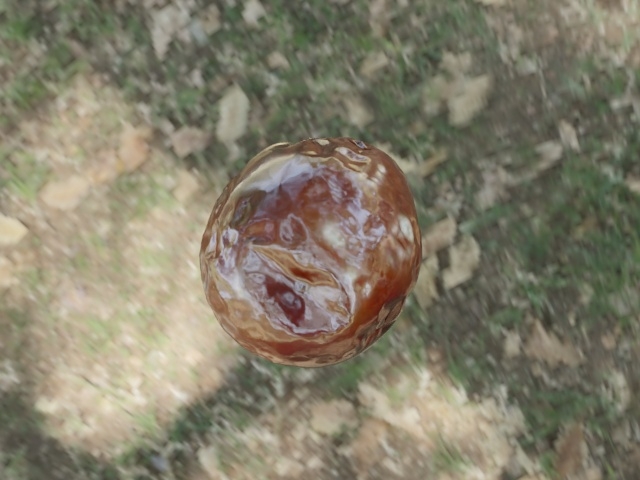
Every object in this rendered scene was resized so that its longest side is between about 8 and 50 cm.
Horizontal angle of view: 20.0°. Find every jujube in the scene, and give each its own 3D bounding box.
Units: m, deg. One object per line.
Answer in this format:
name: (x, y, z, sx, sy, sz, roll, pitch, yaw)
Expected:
jujube: (0.000, 0.000, 1.321, 0.168, 0.236, 0.168, 2, 104, 9)
